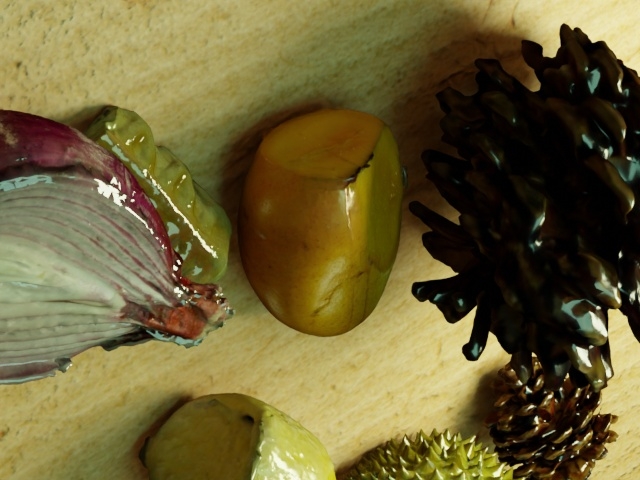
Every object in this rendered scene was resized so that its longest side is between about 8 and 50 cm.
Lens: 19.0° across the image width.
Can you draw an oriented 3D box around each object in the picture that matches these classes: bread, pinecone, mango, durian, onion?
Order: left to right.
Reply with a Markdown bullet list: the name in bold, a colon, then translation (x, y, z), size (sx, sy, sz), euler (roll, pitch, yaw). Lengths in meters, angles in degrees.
- **onion**: translation (-0.245, 0.002, 1.666), size (0.348, 0.159, 0.267), euler (17, 127, -43)
- **bread**: translation (-0.164, -0.025, 1.799), size (0.128, 0.088, 0.232), euler (-53, 135, -13)
- **bread**: translation (-0.082, 0.263, 1.987), size (0.197, 0.197, 0.170), euler (-50, 134, -5)
- **mango**: translation (0.000, 0.000, 1.929), size (0.187, 0.138, 0.257), euler (-39, 144, -43)
- **durian**: translation (0.176, 0.332, 2.249), size (0.166, 0.172, 0.306), euler (-47, 122, -5)
- **pinecone**: translation (0.273, 0.217, 2.318), size (0.173, 0.173, 0.174), euler (-23, 130, -30)
- **pinecone**: translation (0.264, -0.022, 1.990), size (0.397, 0.397, 0.398), euler (-23, 130, -30)
